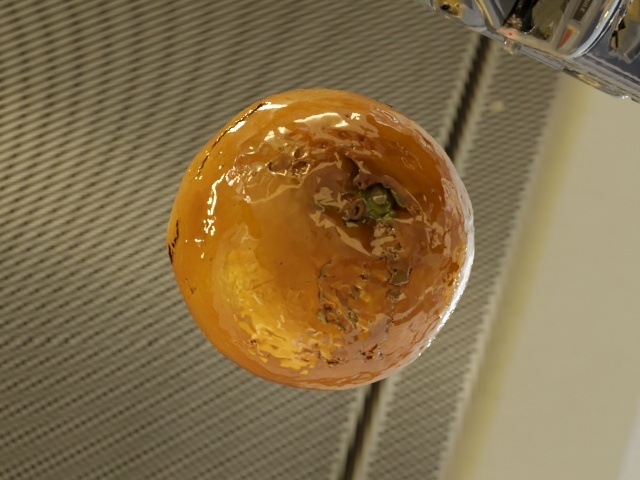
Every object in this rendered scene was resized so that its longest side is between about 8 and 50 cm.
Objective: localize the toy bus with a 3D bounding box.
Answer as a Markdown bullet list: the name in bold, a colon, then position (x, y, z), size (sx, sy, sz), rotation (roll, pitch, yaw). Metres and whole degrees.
- **toy bus**: position (0.196, -0.179, 1.401), size (0.292, 0.133, 0.125), rotation (17, -77, -49)

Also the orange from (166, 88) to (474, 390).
- **orange**: position (0.000, 0.000, 1.533), size (0.246, 0.246, 0.246), rotation (1, -93, -29)
